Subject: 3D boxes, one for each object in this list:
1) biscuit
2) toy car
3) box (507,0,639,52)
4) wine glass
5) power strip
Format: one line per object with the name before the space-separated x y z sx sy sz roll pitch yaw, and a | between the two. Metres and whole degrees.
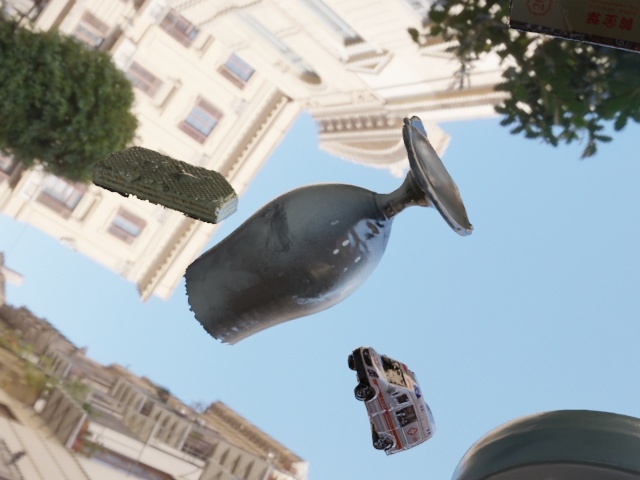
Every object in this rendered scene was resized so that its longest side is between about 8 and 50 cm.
biscuit | -0.259 -0.102 1.374 0.150 0.252 0.052 -42 149 -61
toy car | 0.117 0.255 1.283 0.108 0.209 0.089 -17 -146 6
box | 0.426 -0.309 1.017 0.310 0.084 0.198 19 -146 25
wine glass | 0.000 0.000 0.610 0.222 0.103 0.103 -29 -143 19
power strip | 0.207 0.196 0.558 0.253 0.167 0.054 -3 -148 26
